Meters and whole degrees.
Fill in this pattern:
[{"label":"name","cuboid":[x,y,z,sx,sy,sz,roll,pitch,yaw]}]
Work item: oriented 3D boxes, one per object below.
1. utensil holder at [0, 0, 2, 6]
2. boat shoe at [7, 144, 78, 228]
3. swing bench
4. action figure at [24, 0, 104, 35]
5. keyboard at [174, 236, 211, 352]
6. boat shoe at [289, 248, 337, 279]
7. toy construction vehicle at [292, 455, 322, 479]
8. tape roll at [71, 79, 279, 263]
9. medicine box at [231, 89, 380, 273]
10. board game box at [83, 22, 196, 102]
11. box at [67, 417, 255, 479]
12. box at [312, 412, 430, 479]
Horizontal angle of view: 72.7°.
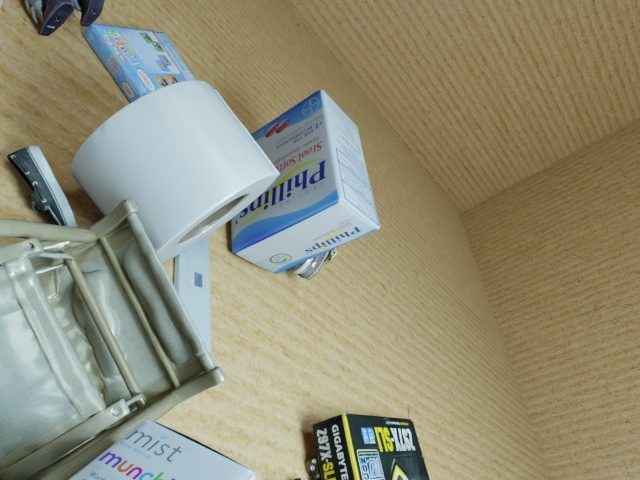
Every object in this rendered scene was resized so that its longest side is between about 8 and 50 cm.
[{"label":"utensil holder","cuboid":[-0.434,-0.138,0.255,0.328,0.328,0.385,31,41,-43]},{"label":"boat shoe","cuboid":[-0.372,-0.060,0.588,0.040,0.049,0.142,-27,88,-30]},{"label":"swing bench","cuboid":[-0.276,0.107,0.454,0.253,0.165,0.255,61,22,5]},{"label":"action figure","cuboid":[-0.512,-0.499,0.738,0.285,0.099,0.185,52,35,-5]},{"label":"keyboard","cuboid":[-0.220,0.066,0.750,0.072,0.014,0.256,35,35,-47]},{"label":"boat shoe","cuboid":[0.000,0.000,1.078,0.097,0.117,0.324,46,24,-18]},{"label":"toy construction vehicle","cuboid":[-0.016,0.420,0.720,0.086,0.035,0.098,26,43,-64]},{"label":"tape roll","cuboid":[-0.211,-0.095,0.659,0.169,0.246,0.246,52,27,-4]},{"label":"medicine box","cuboid":[-0.045,-0.117,0.919,0.149,0.263,0.289,33,40,-47]},{"label":"board game box","cuboid":[-0.360,-0.368,0.916,0.160,0.039,0.211,56,26,-6]},{"label":"box","cuboid":[-0.163,0.318,0.311,0.231,0.127,0.262,-32,133,-63]},{"label":"box","cuboid":[0.121,0.471,0.816,0.322,0.079,0.257,33,34,-50]}]
